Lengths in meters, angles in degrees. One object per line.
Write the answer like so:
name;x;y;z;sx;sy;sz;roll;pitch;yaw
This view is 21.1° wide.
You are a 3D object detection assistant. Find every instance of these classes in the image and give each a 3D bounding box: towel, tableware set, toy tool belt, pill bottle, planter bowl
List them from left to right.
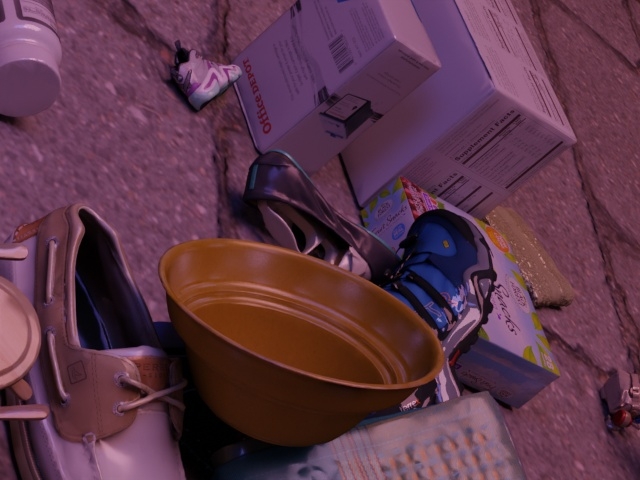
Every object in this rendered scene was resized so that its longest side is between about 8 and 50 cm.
tableware set;-0.276;0.062;1.102;0.194;0.039;0.128;2;62;-28
pill bottle;-0.261;-0.174;1.454;0.078;0.078;0.137;25;34;-40
planter bowl;-0.026;0.087;1.248;0.217;0.090;0.217;17;20;-7
towel;0.086;0.301;1.254;0.271;0.040;0.370;-6;66;-35
towel;0.236;0.016;2.029;0.110;0.027;0.148;2;52;-56
toy tool belt;0.352;0.187;1.947;0.051;0.052;0.083;29;32;-19

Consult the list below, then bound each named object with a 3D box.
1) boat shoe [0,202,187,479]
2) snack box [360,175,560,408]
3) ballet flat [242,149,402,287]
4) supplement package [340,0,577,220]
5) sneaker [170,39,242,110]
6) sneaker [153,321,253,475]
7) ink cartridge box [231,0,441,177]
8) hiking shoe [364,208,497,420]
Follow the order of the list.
boat shoe;-0.151;0.110;1.202;0.113;0.103;0.302;8;48;-57
snack box;0.143;0.054;1.782;0.174;0.070;0.207;27;34;-37
ballet flat;0.000;0.000;1.647;0.203;0.074;0.074;43;25;-25
supplement package;0.125;-0.165;1.898;0.145;0.204;0.262;26;34;-40
sneaker;-0.120;-0.174;1.720;0.069;0.038;0.098;48;25;-3
sneaker;-0.062;0.147;1.320;0.232;0.081;0.090;33;25;-30
ink cartridge box;0.011;-0.180;1.758;0.082;0.190;0.140;24;35;-43
hiking shoe;0.074;0.067;1.560;0.132;0.113;0.304;33;42;-19
